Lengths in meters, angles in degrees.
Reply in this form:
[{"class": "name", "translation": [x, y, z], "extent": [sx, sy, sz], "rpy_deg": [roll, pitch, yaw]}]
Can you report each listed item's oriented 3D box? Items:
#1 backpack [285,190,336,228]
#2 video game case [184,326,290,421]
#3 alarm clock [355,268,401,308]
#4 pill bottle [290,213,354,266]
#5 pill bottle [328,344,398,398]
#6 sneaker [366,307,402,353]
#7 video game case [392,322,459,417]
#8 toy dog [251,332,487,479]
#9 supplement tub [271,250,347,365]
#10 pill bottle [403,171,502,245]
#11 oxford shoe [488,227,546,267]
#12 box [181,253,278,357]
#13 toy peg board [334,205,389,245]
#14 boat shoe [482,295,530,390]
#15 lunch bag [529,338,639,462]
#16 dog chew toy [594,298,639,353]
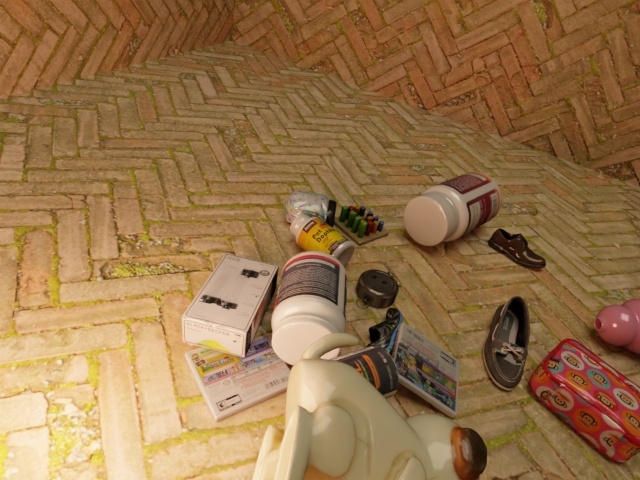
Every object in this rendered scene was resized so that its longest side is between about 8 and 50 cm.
[{"class": "backpack", "translation": [-0.036, -0.107, 1.610], "extent": [0.181, 0.115, 0.152], "rpy_deg": [11, 39, -1]}, {"class": "video game case", "translation": [-0.194, 0.315, 1.083], "extent": [0.212, 0.023, 0.193], "rpy_deg": [-14, 46, -32]}, {"class": "alarm clock", "translation": [0.169, 0.156, 1.386], "extent": [0.129, 0.064, 0.192], "rpy_deg": [30, 42, 20]}, {"class": "pill bottle", "translation": [0.000, 0.000, 1.480], "extent": [0.215, 0.117, 0.117], "rpy_deg": [37, 42, 27]}, {"class": "pill bottle", "translation": [0.052, 0.339, 1.046], "extent": [0.245, 0.130, 0.130], "rpy_deg": [-10, 43, -28]}, {"class": "sneaker", "translation": [0.180, 0.251, 1.256], "extent": [0.078, 0.067, 0.188], "rpy_deg": [28, 41, 7]}, {"class": "video game case", "translation": [0.278, 0.335, 1.169], "extent": [0.201, 0.023, 0.183], "rpy_deg": [35, 37, -5]}, {"class": "toy dog", "translation": [0.105, 0.414, 0.863], "extent": [0.407, 0.285, 0.395], "rpy_deg": [22, 44, -9]}, {"class": "supplement tub", "translation": [-0.025, 0.175, 1.180], "extent": [0.191, 0.191, 0.272], "rpy_deg": [12, 36, -3]}, {"class": "pill bottle", "translation": [0.514, -0.123, 1.729], "extent": [0.392, 0.224, 0.224], "rpy_deg": [-22, 50, -39]}, {"class": "oxford shoe", "translation": [0.775, 0.029, 1.729], "extent": [0.227, 0.096, 0.083], "rpy_deg": [32, 38, 20]}, {"class": "box", "translation": [-0.231, 0.162, 1.189], "extent": [0.169, 0.087, 0.290], "rpy_deg": [12, 32, 4]}, {"class": "toy peg board", "translation": [0.158, -0.076, 1.666], "extent": [0.160, 0.079, 0.161], "rpy_deg": [-19, 48, -36]}, {"class": "boat shoe", "translation": [0.557, 0.286, 1.316], "extent": [0.112, 0.096, 0.335], "rpy_deg": [23, 37, 11]}, {"class": "lunch bag", "translation": [0.748, 0.414, 1.208], "extent": [0.258, 0.120, 0.293], "rpy_deg": [-19, 49, -42]}, {"class": "dog chew toy", "translation": [1.049, 0.277, 1.426], "extent": [0.331, 0.207, 0.207], "rpy_deg": [3, 37, -2]}]
